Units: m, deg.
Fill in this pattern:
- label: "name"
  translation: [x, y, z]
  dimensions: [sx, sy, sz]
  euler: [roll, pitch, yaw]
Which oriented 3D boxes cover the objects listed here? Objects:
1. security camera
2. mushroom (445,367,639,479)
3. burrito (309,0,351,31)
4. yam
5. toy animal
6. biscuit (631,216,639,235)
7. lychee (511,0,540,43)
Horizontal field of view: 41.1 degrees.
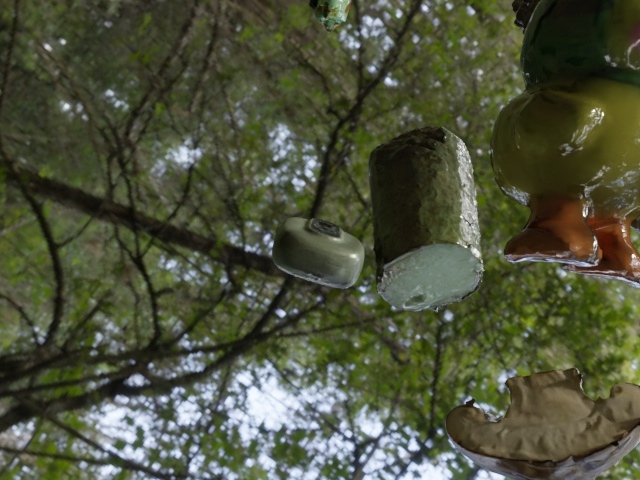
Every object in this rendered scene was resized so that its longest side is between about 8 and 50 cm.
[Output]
- label: "security camera"
  translation: [0.000, 0.000, 1.425]
  dimensions: [0.301, 0.157, 0.080]
  euler: [-81, -172, -79]
- label: "mushroom"
  translation: [0.328, 0.287, 1.222]
  dimensions: [0.285, 0.151, 0.156]
  euler: [-9, -138, 8]
- label: "burrito"
  translation: [0.043, -0.391, 1.023]
  dimensions: [0.104, 0.054, 0.288]
  euler: [-118, -139, -67]
- label: "yam"
  translation: [0.181, -0.045, 1.483]
  dimensions: [0.195, 0.195, 0.300]
  euler: [-32, -137, 36]
- label: "toy animal"
  translation: [0.281, -0.128, 0.908]
  dimensions: [0.191, 0.216, 0.338]
  euler: [7, -97, 56]
- label: "biscuit"
  translation: [0.447, -0.010, 0.933]
  dimensions: [0.141, 0.038, 0.290]
  euler: [-38, -120, -9]
- label: "lychee"
  translation: [0.435, -0.368, 1.241]
  dimensions: [0.306, 0.306, 0.330]
  euler: [-35, -110, 31]
